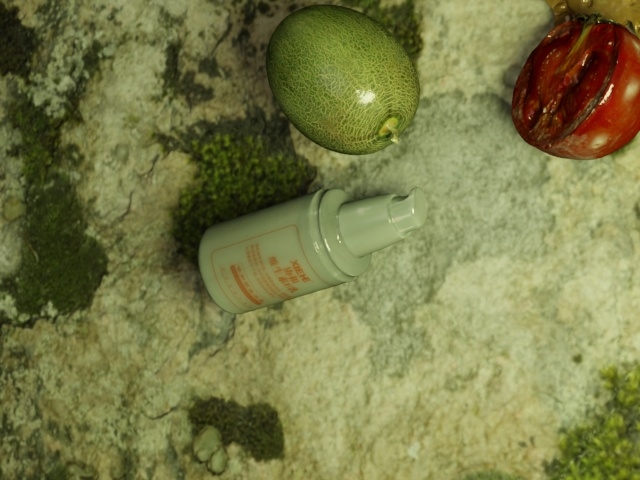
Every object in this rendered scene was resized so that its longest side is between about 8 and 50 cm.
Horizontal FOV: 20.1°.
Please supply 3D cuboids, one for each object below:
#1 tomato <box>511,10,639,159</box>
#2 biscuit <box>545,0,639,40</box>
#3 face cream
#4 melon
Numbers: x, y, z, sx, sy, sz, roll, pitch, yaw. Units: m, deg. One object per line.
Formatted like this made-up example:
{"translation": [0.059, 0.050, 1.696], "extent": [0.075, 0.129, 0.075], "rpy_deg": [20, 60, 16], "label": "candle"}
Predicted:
{"translation": [0.256, -0.136, 1.693], "extent": [0.159, 0.091, 0.139], "rpy_deg": [21, 86, 61], "label": "tomato"}
{"translation": [0.300, -0.254, 1.713], "extent": [0.184, 0.027, 0.133], "rpy_deg": [14, 94, 34], "label": "biscuit"}
{"translation": [0.000, 0.000, 1.840], "extent": [0.251, 0.101, 0.101], "rpy_deg": [-17, 75, 31], "label": "face cream"}
{"translation": [0.025, -0.159, 1.819], "extent": [0.192, 0.139, 0.139], "rpy_deg": [47, 110, 33], "label": "melon"}
